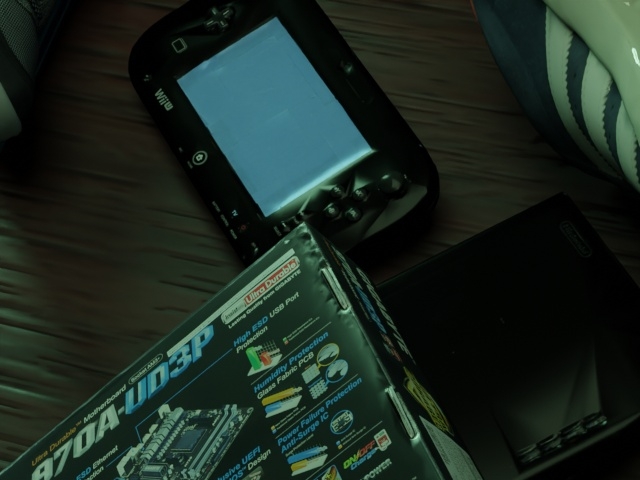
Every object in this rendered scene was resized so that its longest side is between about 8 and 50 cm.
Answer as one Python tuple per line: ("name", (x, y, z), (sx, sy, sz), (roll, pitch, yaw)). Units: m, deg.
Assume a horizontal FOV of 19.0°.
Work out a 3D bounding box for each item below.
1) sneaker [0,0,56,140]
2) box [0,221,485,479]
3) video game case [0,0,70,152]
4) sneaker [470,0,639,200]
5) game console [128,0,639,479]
("sneaker", (-0.145, -0.173, 1.018), (0.153, 0.101, 0.268), (-17, 49, 2))
("box", (-0.049, 0.119, 0.759), (0.220, 0.051, 0.175), (-40, 39, 9))
("video game case", (-0.206, -0.118, 1.067), (0.119, 0.015, 0.166), (7, 55, 17))
("sneaker", (0.172, -0.051, 0.848), (0.131, 0.148, 0.350), (-19, 52, -10))
("game console", (0.000, 0.000, 0.914), (0.213, 0.044, 0.361), (-27, 52, -8))
